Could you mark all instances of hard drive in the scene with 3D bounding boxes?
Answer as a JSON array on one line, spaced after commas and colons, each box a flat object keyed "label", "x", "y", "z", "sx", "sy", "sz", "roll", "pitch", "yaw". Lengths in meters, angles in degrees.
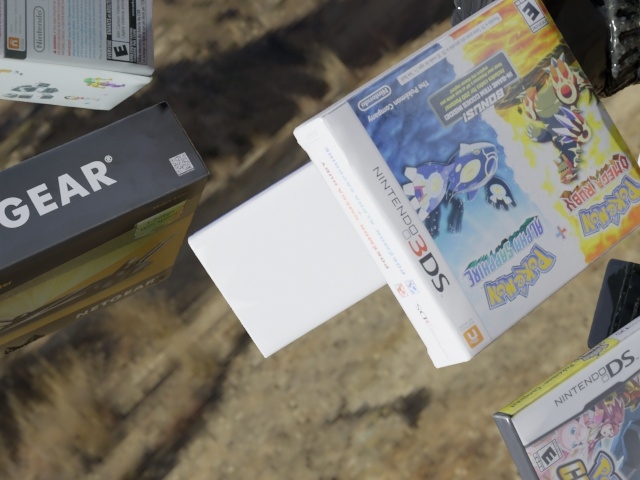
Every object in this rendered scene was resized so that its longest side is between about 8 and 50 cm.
[{"label": "hard drive", "x": 0.000, "y": 0.000, "z": 2.152, "sx": 0.318, "sy": 0.210, "sz": 0.040, "roll": -32, "pitch": 16, "yaw": 3}]

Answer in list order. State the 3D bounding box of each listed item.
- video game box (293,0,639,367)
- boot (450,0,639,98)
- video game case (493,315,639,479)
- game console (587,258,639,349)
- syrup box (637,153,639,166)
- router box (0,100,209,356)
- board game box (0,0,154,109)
[{"label": "video game box", "x": 0.111, "y": -0.047, "z": 1.006, "sx": 0.205, "sy": 0.187, "sz": 0.048, "roll": -35, "pitch": 9, "yaw": -27}, {"label": "boot", "x": 0.239, "y": -0.130, "z": 1.224, "sx": 0.131, "sy": 0.260, "sz": 0.348, "roll": -156, "pitch": 73, "yaw": -69}, {"label": "video game case", "x": 0.349, "y": 0.253, "z": 1.685, "sx": 0.248, "sy": 0.275, "sz": 0.035, "roll": -30, "pitch": 12, "yaw": -23}, {"label": "game console", "x": 0.400, "y": 0.091, "z": 1.901, "sx": 0.071, "sy": 0.107, "sz": 0.122, "roll": 11, "pitch": -87, "yaw": -70}, {"label": "syrup box", "x": 0.451, "y": -0.130, "z": 1.786, "sx": 0.093, "sy": 0.096, "sz": 0.237, "roll": 2, "pitch": 61, "yaw": 32}, {"label": "router box", "x": -0.262, "y": 0.020, "z": 1.282, "sx": 0.308, "sy": 0.081, "sz": 0.243, "roll": -26, "pitch": -14, "yaw": -22}, {"label": "board game box", "x": -0.284, "y": -0.231, "z": 1.130, "sx": 0.097, "sy": 0.303, "sz": 0.224, "roll": -21, "pitch": 69, "yaw": 58}]
